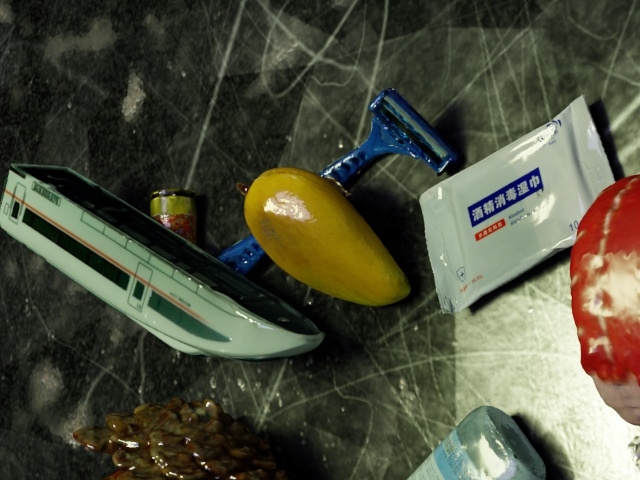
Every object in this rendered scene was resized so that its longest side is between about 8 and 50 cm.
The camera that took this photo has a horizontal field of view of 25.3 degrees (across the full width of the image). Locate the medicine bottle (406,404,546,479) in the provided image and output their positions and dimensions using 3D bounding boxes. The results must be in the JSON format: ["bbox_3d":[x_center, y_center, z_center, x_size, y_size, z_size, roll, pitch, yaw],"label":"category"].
[{"bbox_3d":[0.100,0.235,1.202,0.208,0.053,0.090,-51,53,24],"label":"medicine bottle"}]

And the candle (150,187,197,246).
[{"bbox_3d":[-0.153,0.013,1.488,0.052,0.052,0.131,-13,73,41],"label":"candle"}]

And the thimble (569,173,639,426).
[{"bbox_3d":[0.266,0.040,1.015,0.125,0.163,0.189,-10,68,44],"label":"thimble"}]

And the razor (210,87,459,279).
[{"bbox_3d":[-0.008,-0.035,1.368,0.324,0.093,0.056,-37,18,36],"label":"razor"}]

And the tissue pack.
[{"bbox_3d":[0.166,-0.026,1.215,0.193,0.026,0.122,-31,61,34],"label":"tissue pack"}]

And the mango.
[{"bbox_3d":[0.000,0.000,1.301,0.187,0.066,0.101,39,135,5],"label":"mango"}]

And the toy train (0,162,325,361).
[{"bbox_3d":[-0.164,0.039,1.405,0.407,0.086,0.088,30,106,34],"label":"toy train"}]

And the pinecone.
[{"bbox_3d":[-0.125,0.250,1.302,0.229,0.202,0.201,-121,16,-73],"label":"pinecone"}]
